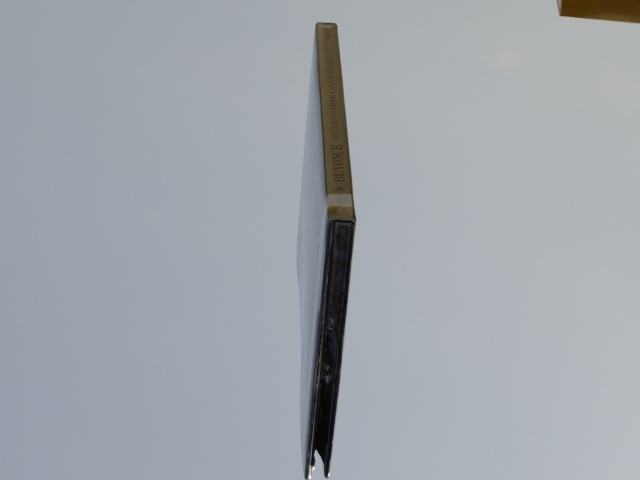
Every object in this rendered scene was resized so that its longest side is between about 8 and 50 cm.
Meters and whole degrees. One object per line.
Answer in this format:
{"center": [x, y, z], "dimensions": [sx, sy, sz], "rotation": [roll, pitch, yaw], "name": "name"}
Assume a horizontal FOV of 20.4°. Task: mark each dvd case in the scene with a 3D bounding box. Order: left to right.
{"center": [0.000, 0.000, 0.987], "dimensions": [0.018, 0.164, 0.221], "rotation": [3, -148, -4], "name": "dvd case"}

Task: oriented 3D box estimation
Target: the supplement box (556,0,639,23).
{"center": [0.211, -0.251, 1.043], "dimensions": [0.129, 0.194, 0.191], "rotation": [6, -148, -2], "name": "supplement box"}
